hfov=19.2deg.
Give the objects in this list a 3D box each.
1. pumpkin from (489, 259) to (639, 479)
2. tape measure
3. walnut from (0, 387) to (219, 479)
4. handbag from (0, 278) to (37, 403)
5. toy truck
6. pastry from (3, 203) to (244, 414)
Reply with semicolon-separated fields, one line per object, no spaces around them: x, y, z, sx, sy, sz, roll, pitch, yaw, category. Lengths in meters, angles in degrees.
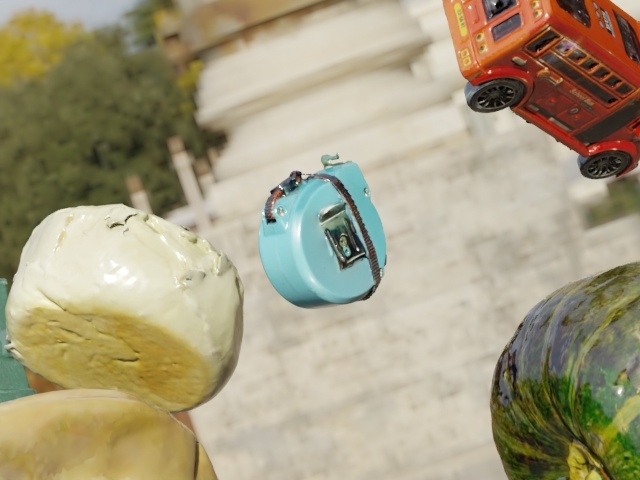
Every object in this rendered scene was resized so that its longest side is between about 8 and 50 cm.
0.247;0.133;1.323;0.189;0.260;0.260;-26;2;-25;pumpkin
0.000;0.000;1.811;0.081;0.146;0.125;-12;15;45;tape measure
-0.226;0.288;1.246;0.384;0.383;0.383;-20;-1;0;walnut
-0.400;0.193;1.999;0.238;0.326;0.089;4;-30;-44;handbag
0.205;-0.145;1.551;0.114;0.107;0.253;-31;-35;29;toy truck
-0.198;0.070;1.925;0.265;0.133;0.265;10;-32;6;pastry
